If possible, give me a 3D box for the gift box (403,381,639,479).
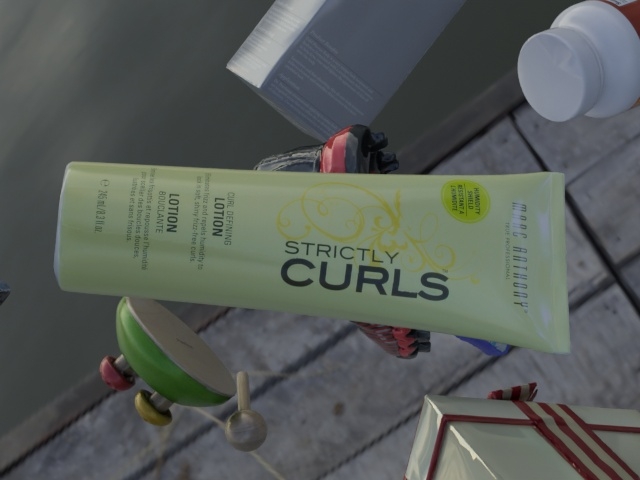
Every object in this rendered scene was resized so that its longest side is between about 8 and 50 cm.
[{"bbox_3d":[0.212,0.289,1.066,0.258,0.277,0.255,-133,58,-63],"label":"gift box"}]

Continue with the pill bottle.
[{"bbox_3d":[0.311,-0.195,1.262,0.216,0.121,0.121,-23,37,-30],"label":"pill bottle"}]

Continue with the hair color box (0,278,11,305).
[{"bbox_3d":[-0.345,0.144,0.661,0.114,0.185,0.374,39,92,2],"label":"hair color box"}]

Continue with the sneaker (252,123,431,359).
[{"bbox_3d":[0.020,0.012,1.058,0.135,0.276,0.097,-6,52,18],"label":"sneaker"}]

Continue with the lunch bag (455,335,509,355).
[{"bbox_3d":[0.168,0.042,1.330,0.096,0.129,0.151,-9,71,28],"label":"lunch bag"}]

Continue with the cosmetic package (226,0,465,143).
[{"bbox_3d":[0.037,-0.217,1.193,0.238,0.127,0.107,-52,32,0],"label":"cosmetic package"}]

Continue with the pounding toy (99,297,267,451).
[{"bbox_3d":[-0.188,0.180,1.535,0.110,0.237,0.183,-46,25,5],"label":"pounding toy"}]

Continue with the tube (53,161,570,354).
[{"bbox_3d":[0.000,0.000,0.579,0.062,0.240,0.070,-98,14,-67],"label":"tube"}]
